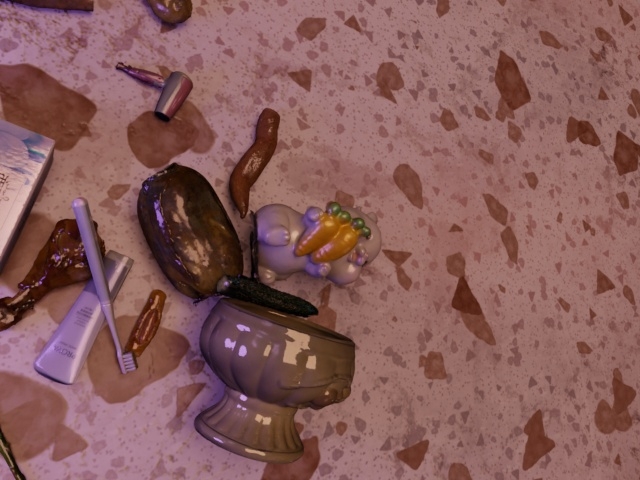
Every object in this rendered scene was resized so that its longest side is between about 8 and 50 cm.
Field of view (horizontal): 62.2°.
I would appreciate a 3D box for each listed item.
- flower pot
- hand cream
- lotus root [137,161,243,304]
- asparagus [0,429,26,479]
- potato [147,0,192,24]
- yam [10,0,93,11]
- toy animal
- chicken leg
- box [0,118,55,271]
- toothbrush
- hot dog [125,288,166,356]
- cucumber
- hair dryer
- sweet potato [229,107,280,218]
[{"bbox_3d":[-0.095,0.263,1.006,0.307,0.307,0.244,20,86,-22],"label":"flower pot"},{"bbox_3d":[-0.431,0.138,0.985,0.079,0.048,0.255,22,67,3],"label":"hand cream"},{"bbox_3d":[-0.260,-0.016,1.052,0.160,0.152,0.275,-28,100,-32],"label":"lotus root"},{"bbox_3d":[-0.520,0.385,0.900,0.022,0.023,0.233,-28,92,15],"label":"asparagus"},{"bbox_3d":[-0.343,-0.545,1.178,0.091,0.070,0.138,-36,94,-27],"label":"potato"},{"bbox_3d":[-0.623,-0.487,1.038,0.326,0.045,0.045,-5,112,-27],"label":"yam"},{"bbox_3d":[0.002,0.004,1.145,0.310,0.247,0.183,-5,98,-13],"label":"toy animal"},{"bbox_3d":[-0.494,0.061,0.959,0.107,0.087,0.251,44,69,-2],"label":"chicken leg"},{"bbox_3d":[-0.610,-0.081,0.906,0.203,0.116,0.274,23,69,-22],"label":"box"},{"bbox_3d":[-0.389,0.089,0.959,0.030,0.025,0.342,-11,106,0],"label":"toothbrush"},{"bbox_3d":[-0.337,0.162,1.042,0.044,0.028,0.137,32,64,-25],"label":"hot dog"},{"bbox_3d":[-0.098,0.115,1.068,0.256,0.043,0.044,24,31,-42],"label":"cucumber"},{"bbox_3d":[-0.365,-0.336,1.140,0.154,0.054,0.106,30,71,-7],"label":"hair dryer"},{"bbox_3d":[-0.153,-0.171,1.194,0.067,0.059,0.281,24,67,-7],"label":"sweet potato"}]
